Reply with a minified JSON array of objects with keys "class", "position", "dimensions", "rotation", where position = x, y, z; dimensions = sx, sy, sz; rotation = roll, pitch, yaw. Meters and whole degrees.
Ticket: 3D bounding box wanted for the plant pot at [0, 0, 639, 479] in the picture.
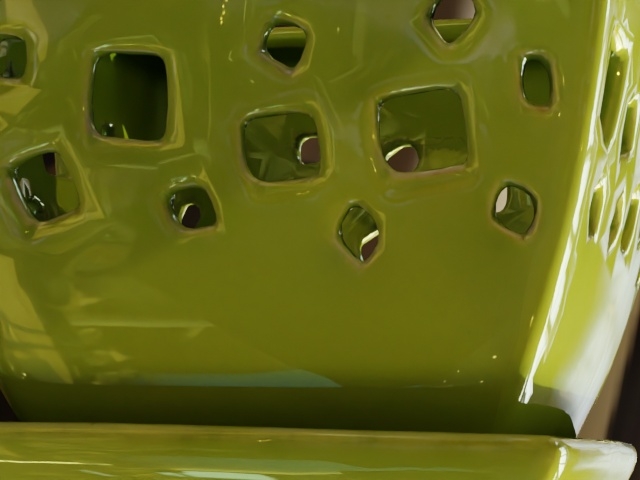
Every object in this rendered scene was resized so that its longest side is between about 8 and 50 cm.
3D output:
[{"class":"plant pot","position":[0.000,0.000,0.580],"dimensions":[0.227,0.228,0.207],"rotation":[23,68,-73]}]
